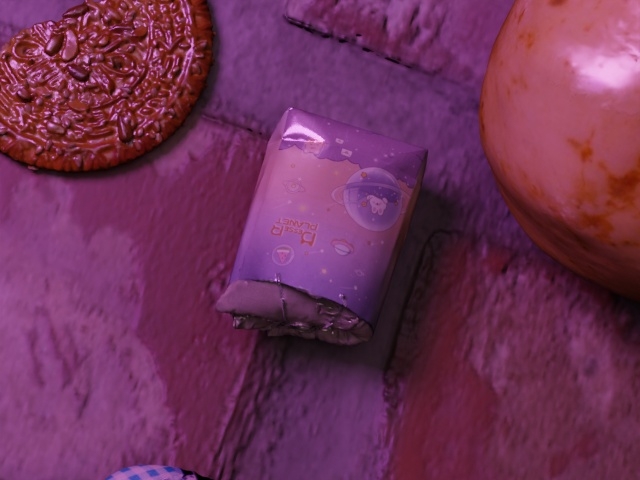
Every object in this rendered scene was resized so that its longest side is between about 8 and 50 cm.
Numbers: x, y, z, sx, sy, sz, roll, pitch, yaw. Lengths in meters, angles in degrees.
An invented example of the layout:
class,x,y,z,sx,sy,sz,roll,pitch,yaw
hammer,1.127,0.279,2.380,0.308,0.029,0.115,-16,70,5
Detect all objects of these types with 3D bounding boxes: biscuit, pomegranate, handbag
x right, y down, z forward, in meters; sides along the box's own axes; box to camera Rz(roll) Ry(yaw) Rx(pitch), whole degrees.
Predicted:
class,x,y,z,sx,sy,sz,roll,pitch,yaw
biscuit,-0.162,-0.117,1.218,0.206,0.025,0.126,-30,84,-13
pomegranate,0.260,-0.116,1.145,0.343,0.342,0.342,2,78,-8
handbag,0.000,0.000,1.190,0.117,0.095,0.173,18,68,1

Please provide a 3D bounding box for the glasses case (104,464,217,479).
class,x,y,z,sx,sy,sz,roll,pitch,yaw
glasses case,-0.112,0.298,1.069,0.125,0.076,0.327,12,54,-9
